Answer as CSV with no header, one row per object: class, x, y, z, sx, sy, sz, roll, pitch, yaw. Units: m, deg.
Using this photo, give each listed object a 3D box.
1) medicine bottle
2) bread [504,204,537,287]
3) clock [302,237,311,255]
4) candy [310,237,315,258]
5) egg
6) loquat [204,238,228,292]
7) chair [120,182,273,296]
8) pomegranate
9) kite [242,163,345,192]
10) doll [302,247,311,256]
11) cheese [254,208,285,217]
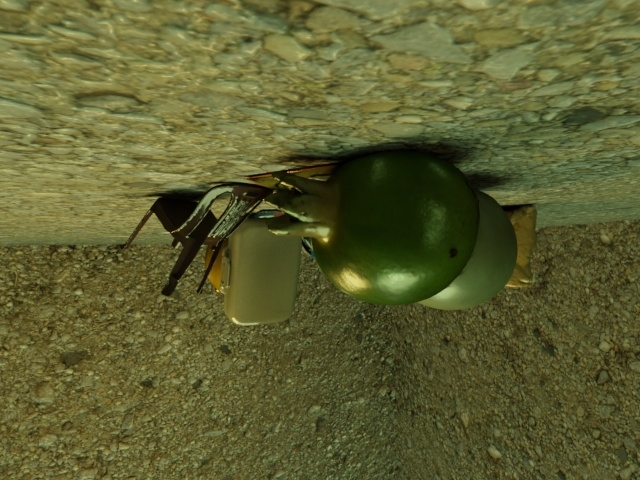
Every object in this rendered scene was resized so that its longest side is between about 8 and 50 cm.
medicine bottle,-0.195,0.104,1.471,0.282,0.375,0.123,0,-165,-28
bread,0.584,0.030,1.612,0.389,0.280,0.371,0,175,22
clock,0.032,-0.005,1.543,0.214,0.042,0.215,9,137,9
candy,0.121,-0.023,1.359,0.305,0.157,0.100,-1,178,-25
egg,0.300,0.015,0.980,0.278,0.279,0.336,-4,176,41
loquat,-0.286,0.098,1.679,0.328,0.360,0.328,-8,-172,1
chair,-0.276,-0.048,0.975,0.326,0.183,0.175,-51,155,19
pomegranate,0.083,-0.002,0.714,0.358,0.216,0.309,5,166,-25
kite,0.010,-0.112,0.846,0.327,0.013,0.377,-1,177,-23
doll,0.000,0.000,2.039,0.150,0.151,0.287,-1,174,-22
cheese,0.000,-0.062,0.950,0.285,0.074,0.189,-2,175,-19
